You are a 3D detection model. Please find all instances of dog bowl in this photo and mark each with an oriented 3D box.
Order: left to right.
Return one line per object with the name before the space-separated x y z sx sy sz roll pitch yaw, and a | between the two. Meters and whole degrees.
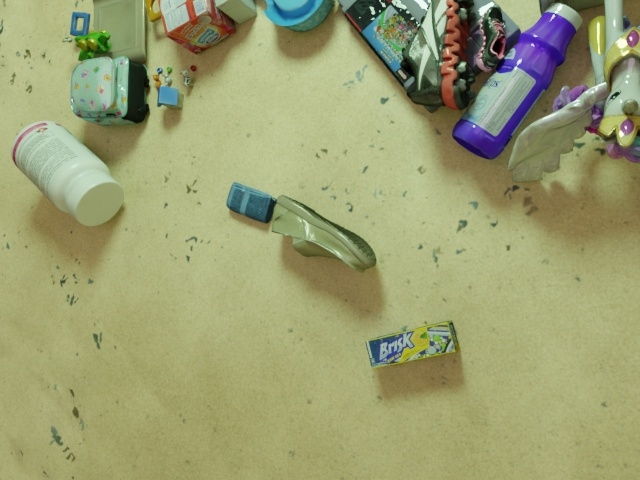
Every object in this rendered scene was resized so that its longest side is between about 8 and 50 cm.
dog bowl | -0.077 -0.596 1.248 0.166 0.074 0.297 -37 72 18

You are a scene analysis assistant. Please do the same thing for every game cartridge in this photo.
game cartridge | 0.198 -0.457 1.120 0.230 0.068 0.355 -38 71 12

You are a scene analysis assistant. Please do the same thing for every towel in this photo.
towel | -0.159 -0.086 1.264 0.119 0.029 0.067 21 95 24

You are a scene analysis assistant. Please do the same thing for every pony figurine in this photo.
pony figurine | 0.458 -0.227 0.858 0.302 0.351 0.364 7 70 21

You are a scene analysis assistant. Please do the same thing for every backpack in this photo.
backpack | -0.548 -0.375 1.407 0.188 0.144 0.166 0 91 27

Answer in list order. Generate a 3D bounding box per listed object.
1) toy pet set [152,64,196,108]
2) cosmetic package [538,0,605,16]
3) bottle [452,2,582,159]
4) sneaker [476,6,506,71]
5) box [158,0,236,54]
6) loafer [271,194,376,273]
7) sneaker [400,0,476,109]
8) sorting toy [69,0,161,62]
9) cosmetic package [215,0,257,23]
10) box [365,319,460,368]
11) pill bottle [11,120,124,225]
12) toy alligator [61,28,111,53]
toy pet set | -0.379 -0.385 1.371 0.122 0.065 0.114 3 86 25
cosmetic package | 0.528 -0.510 0.944 0.309 0.113 0.160 -6 83 23
bottle | 0.353 -0.283 0.999 0.092 0.118 0.283 32 101 -9
sneaker | 0.315 -0.366 0.994 0.047 0.057 0.119 8 83 -15
box | -0.308 -0.600 1.326 0.128 0.122 0.257 -20 77 21
loafer | 0.000 0.000 1.151 0.268 0.102 0.092 34 101 33
sneaker | 0.211 -0.370 1.021 0.135 0.097 0.276 -1 82 30
sorting toy | -0.520 -0.558 1.462 0.347 0.047 0.196 -2 91 27
cosmetic package | -0.221 -0.642 1.305 0.060 0.099 0.239 -20 77 24
box | 0.176 0.201 1.072 0.168 0.054 0.059 -17 79 22
pill bottle | -0.642 -0.170 1.419 0.283 0.160 0.160 38 101 23
toy alligator | -0.603 -0.512 1.454 0.189 0.051 0.056 8 49 32
